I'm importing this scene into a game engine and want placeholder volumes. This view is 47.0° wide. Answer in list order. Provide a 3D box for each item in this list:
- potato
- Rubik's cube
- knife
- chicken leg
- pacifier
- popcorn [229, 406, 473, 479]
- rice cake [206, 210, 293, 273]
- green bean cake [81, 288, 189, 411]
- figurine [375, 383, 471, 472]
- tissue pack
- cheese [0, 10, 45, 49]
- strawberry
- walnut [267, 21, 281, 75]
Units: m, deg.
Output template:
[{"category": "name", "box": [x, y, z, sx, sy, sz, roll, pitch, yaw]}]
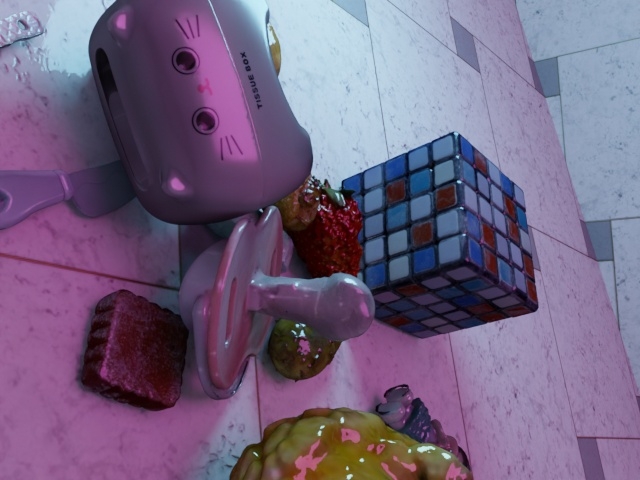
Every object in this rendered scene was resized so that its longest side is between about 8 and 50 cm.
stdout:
[{"category": "potato", "box": [-0.010, 0.154, 1.245, 0.225, 0.090, 0.117, -35, 101, -53]}, {"category": "Rubik's cube", "box": [0.233, 0.005, 1.476, 0.291, 0.286, 0.293, 30, 51, -41]}, {"category": "knife", "box": [-0.319, -0.068, 0.988, 0.331, 0.044, 0.080, -21, 98, -56]}, {"category": "chicken leg", "box": [-0.092, -0.117, 1.219, 0.251, 0.107, 0.087, 49, 19, 25]}, {"category": "pacifier", "box": [-0.079, 0.079, 1.044, 0.221, 0.273, 0.332, 62, 13, -3]}, {"category": "popcorn", "box": [0.047, 0.419, 0.996, 0.389, 0.354, 0.344, 22, 69, 5]}, {"category": "rice cake", "box": [-0.123, -0.019, 1.207, 0.206, 0.063, 0.069, 41, 47, -33]}, {"category": "green bean cake", "box": [-0.242, 0.146, 0.968, 0.135, 0.056, 0.135, 34, 49, -40]}, {"category": "figurine", "box": [0.190, 0.392, 1.383, 0.246, 0.110, 0.138, 54, 47, -15]}, {"category": "tissue pack", "box": [-0.177, -0.187, 1.008, 0.235, 0.229, 0.333, -22, 97, -41]}, {"category": "cheese", "box": [-0.437, -0.244, 0.912, 0.127, 0.054, 0.251, 60, 35, -12]}, {"category": "strawberry", "box": [-0.009, -0.001, 1.314, 0.097, 0.174, 0.228, -24, 129, -30]}, {"category": "walnut", "box": [-0.155, -0.330, 1.246, 0.197, 0.165, 0.165, 56, 37, -18]}]
